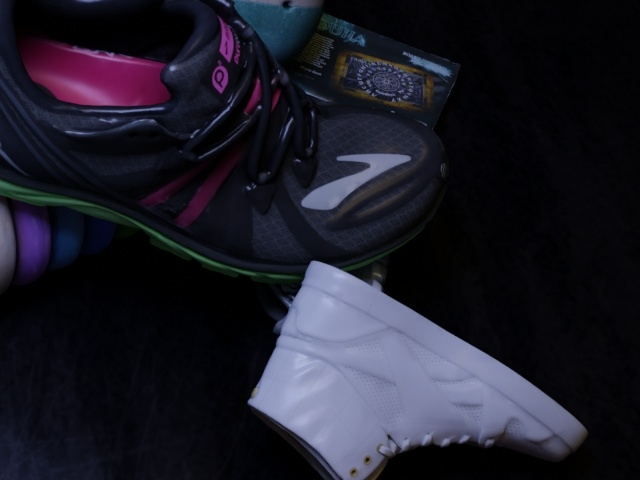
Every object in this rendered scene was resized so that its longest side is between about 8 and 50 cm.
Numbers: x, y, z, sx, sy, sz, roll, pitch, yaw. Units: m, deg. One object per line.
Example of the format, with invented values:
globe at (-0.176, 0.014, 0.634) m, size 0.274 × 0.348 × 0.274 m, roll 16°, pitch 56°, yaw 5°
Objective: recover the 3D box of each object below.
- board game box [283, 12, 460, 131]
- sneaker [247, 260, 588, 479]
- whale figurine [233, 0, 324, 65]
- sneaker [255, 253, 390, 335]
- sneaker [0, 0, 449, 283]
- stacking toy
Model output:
board game box at (0.043, -0.171, 1.621) m, size 0.186 × 0.026 × 0.126 m, roll 22°, pitch 50°, yaw 6°
sneaker at (0.078, 0.159, 1.330) m, size 0.292 × 0.108 × 0.169 m, roll 30°, pitch 80°, yaw -13°
whale figurine at (-0.117, -0.251, 1.584) m, size 0.216 × 0.141 × 0.272 m, roll -4°, pitch 20°, yaw -40°
sneaker at (0.000, 0.000, 1.439) m, size 0.132 × 0.086 × 0.228 m, roll 11°, pitch 51°, yaw -1°
sneaker at (-0.093, -0.095, 1.291) m, size 0.483 × 0.202 × 0.185 m, roll 11°, pitch 58°, yaw -24°
stacking toy at (-0.184, -0.051, 1.420) m, size 0.330 × 0.141 × 0.141 m, roll -16°, pitch 57°, yaw -31°
